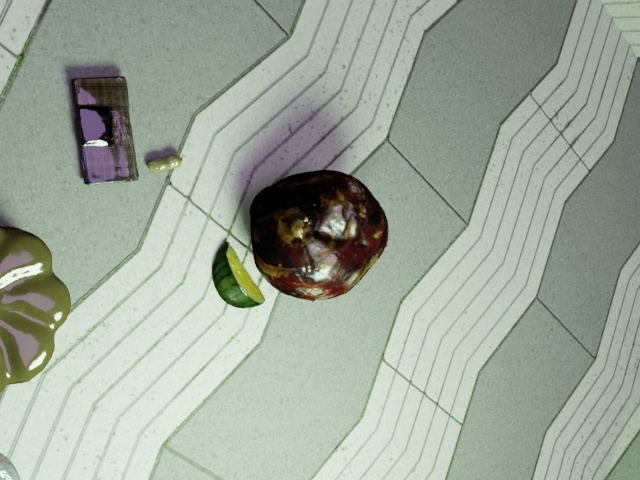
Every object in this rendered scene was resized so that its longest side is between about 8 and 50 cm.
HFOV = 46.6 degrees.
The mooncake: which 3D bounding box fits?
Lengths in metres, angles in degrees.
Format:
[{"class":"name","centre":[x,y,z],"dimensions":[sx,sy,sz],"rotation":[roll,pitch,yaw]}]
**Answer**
[{"class":"mooncake","centre":[-0.668,0.127,1.398],"dimensions":[0.378,0.201,0.378],"rotation":[-2,93,-35]}]

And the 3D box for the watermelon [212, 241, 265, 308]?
[{"class":"watermelon","centre":[-0.212,0.107,1.805],"dimensions":[0.181,0.075,0.092],"rotation":[58,19,-23]}]

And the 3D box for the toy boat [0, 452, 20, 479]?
[{"class":"toy boat","centre":[-0.698,0.476,1.460],"dimensions":[0.227,0.085,0.155],"rotation":[37,71,-29]}]

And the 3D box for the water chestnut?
[{"class":"water chestnut","centre":[0.000,0.000,1.806],"dimensions":[0.335,0.335,0.347],"rotation":[-57,149,-19]}]

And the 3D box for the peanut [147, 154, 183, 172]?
[{"class":"peanut","centre":[-0.354,-0.176,1.696],"dimensions":[0.083,0.037,0.037],"rotation":[-24,105,-27]}]

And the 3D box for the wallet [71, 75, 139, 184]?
[{"class":"wallet","centre":[-0.467,-0.239,1.613],"dimensions":[0.124,0.042,0.230],"rotation":[-11,100,-36]}]
